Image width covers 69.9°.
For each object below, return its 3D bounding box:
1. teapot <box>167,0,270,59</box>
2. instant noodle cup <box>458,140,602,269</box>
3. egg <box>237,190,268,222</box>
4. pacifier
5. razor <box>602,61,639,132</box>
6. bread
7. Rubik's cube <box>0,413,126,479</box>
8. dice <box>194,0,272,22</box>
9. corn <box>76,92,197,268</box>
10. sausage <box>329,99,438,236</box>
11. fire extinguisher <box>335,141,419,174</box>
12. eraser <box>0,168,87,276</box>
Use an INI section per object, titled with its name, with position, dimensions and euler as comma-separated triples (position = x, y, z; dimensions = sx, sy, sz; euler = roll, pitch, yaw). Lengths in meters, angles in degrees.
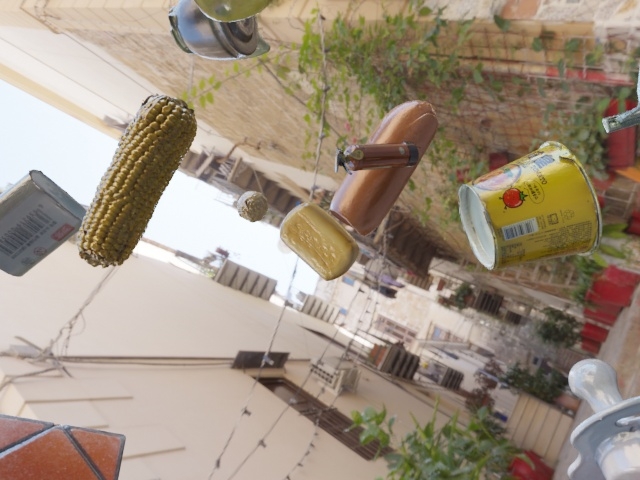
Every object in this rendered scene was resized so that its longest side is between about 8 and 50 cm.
[teapot]
position = -0.326, -0.689, 1.447
dimensions = 0.321, 0.239, 0.239
euler = -50, -48, -58
[instant noodle cup]
position = 0.303, -0.042, 0.696
dimensions = 0.144, 0.182, 0.182
euler = -18, -45, 4
[egg]
position = -0.257, -0.127, 1.735
dimensions = 0.140, 0.118, 0.116
euler = 107, 165, -64
[pacifier]
position = 0.507, 0.292, 0.761
dimensions = 0.238, 0.226, 0.287
euler = -21, -50, 7
[razor]
position = 0.617, -0.335, 0.864
dimensions = 0.056, 0.111, 0.278
euler = -99, -10, -47
[bread]
position = 0.000, 0.000, 1.213
dimensions = 0.147, 0.217, 0.098
euler = -46, -8, 18
[Rubik's cube]
position = -0.425, 0.402, 0.647
dimensions = 0.207, 0.205, 0.205
euler = 22, -64, -26
[dice]
position = -0.202, -0.608, 1.013
dimensions = 0.166, 0.169, 0.169
euler = 65, -163, -58
[corn]
position = -0.286, -0.094, 0.708
dimensions = 0.106, 0.106, 0.293
euler = 39, -109, -54
[sausage]
position = 0.136, -0.157, 0.967
dimensions = 0.304, 0.121, 0.121
euler = -57, -36, -2
[fire extinguisher]
position = 0.096, -0.149, 0.829
dimensions = 0.177, 0.062, 0.050
euler = -10, -25, -27
[eraser]
position = -0.694, -0.037, 1.083
dimensions = 0.227, 0.081, 0.174
euler = -36, -57, 6
